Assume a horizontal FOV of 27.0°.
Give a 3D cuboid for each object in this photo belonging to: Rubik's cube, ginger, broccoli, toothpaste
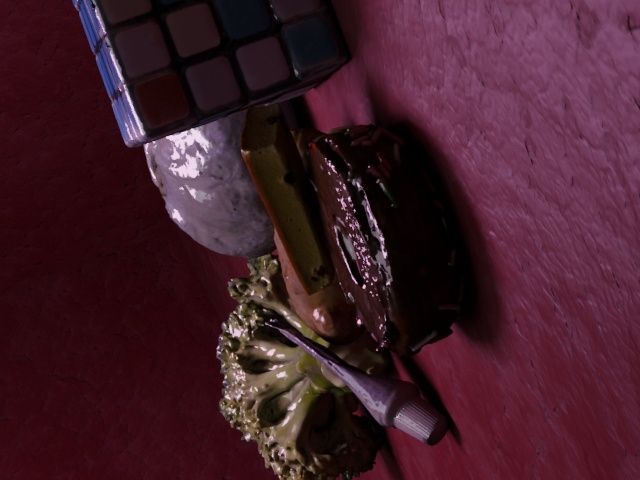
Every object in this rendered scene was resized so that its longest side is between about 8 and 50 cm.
[{"bbox_3d":[-0.145,-0.269,1.568,0.256,0.253,0.259,-179,70,-78],"label":"Rubik's cube"},{"bbox_3d":[0.000,0.000,1.694,0.190,0.126,0.354,-80,-21,-53],"label":"ginger"},{"bbox_3d":[0.001,0.235,2.054,0.397,0.275,0.353,18,149,51],"label":"broccoli"},{"bbox_3d":[0.050,0.181,1.737,0.282,0.068,0.099,29,149,35],"label":"toothpaste"}]

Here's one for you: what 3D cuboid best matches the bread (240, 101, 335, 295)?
[{"bbox_3d":[-0.033,-0.045,1.533,0.088,0.049,0.226,-90,-18,-49],"label":"bread"}]

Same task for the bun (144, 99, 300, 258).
[{"bbox_3d":[-0.147,-0.139,1.941,0.362,0.211,0.362,161,90,-81],"label":"bun"}]

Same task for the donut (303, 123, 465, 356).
[{"bbox_3d":[0.068,-0.002,1.423,0.270,0.103,0.270,161,90,-81],"label":"donut"}]
